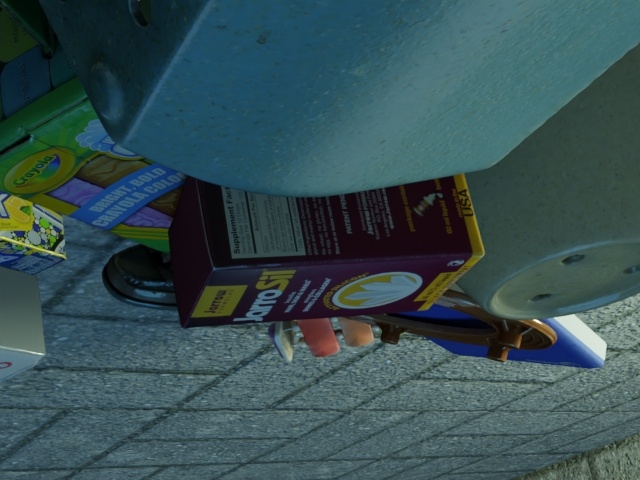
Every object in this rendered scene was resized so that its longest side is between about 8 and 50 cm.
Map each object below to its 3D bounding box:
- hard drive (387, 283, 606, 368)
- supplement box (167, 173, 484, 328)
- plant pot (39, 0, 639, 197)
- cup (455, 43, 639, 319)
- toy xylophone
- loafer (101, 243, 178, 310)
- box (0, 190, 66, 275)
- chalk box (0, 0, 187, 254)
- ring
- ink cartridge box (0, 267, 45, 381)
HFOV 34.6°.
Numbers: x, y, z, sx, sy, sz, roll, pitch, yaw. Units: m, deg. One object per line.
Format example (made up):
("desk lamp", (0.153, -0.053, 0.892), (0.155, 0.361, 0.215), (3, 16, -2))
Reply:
("hard drive", (0.190, 0.091, 1.203), (0.210, 0.040, 0.319), (3, 164, 30))
("supplement box", (0.000, 0.000, 0.699), (0.188, 0.080, 0.104), (-3, 155, -20))
("plant pot", (0.001, -0.164, 0.474), (0.252, 0.247, 0.248), (-19, 165, -37))
("cup", (0.191, -0.071, 0.877), (0.331, 0.236, 0.331), (-9, 157, -4))
("toy xylophone", (0.079, 0.070, 1.347), (0.323, 0.081, 0.236), (-15, 156, 9))
("loafer", (-0.111, 0.015, 1.152), (0.268, 0.096, 0.084), (-2, 136, -36))
("box", (-0.327, -0.017, 0.989), (0.054, 0.059, 0.169), (-25, 153, 27))
("chalk box", (-0.127, -0.127, 0.678), (0.179, 0.180, 0.289), (-23, 153, 25))
("ring", (0.071, 0.077, 1.057), (0.337, 0.032, 0.336), (14, 170, 2))
("ink cartridge box", (-0.477, 0.080, 1.056), (0.226, 0.131, 0.306), (-24, 155, 27))
